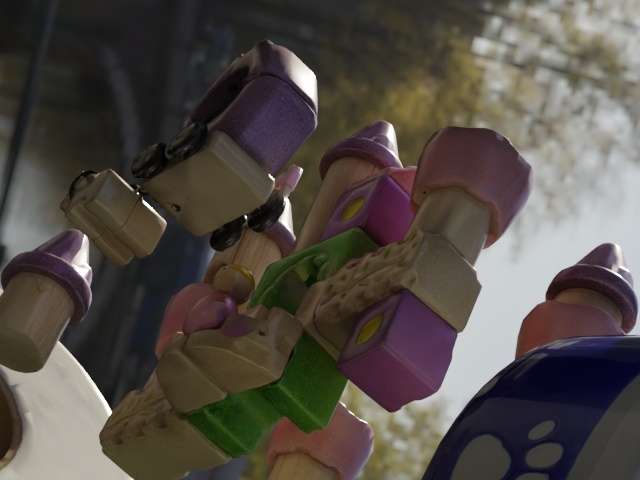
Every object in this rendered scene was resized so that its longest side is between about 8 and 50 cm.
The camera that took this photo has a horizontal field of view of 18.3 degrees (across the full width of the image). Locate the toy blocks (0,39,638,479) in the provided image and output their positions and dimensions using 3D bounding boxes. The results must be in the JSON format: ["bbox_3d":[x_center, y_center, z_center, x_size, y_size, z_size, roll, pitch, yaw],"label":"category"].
[{"bbox_3d":[0.000,0.000,1.155,0.288,0.309,0.260,-23,-149,44],"label":"toy blocks"}]

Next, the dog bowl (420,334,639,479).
[{"bbox_3d":[0.148,0.171,0.837,0.104,0.265,0.265,1,-109,44],"label":"dog bowl"}]

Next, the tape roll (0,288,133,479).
[{"bbox_3d":[-0.306,0.113,1.343,0.072,0.392,0.392,-54,-170,21],"label":"tape roll"}]
